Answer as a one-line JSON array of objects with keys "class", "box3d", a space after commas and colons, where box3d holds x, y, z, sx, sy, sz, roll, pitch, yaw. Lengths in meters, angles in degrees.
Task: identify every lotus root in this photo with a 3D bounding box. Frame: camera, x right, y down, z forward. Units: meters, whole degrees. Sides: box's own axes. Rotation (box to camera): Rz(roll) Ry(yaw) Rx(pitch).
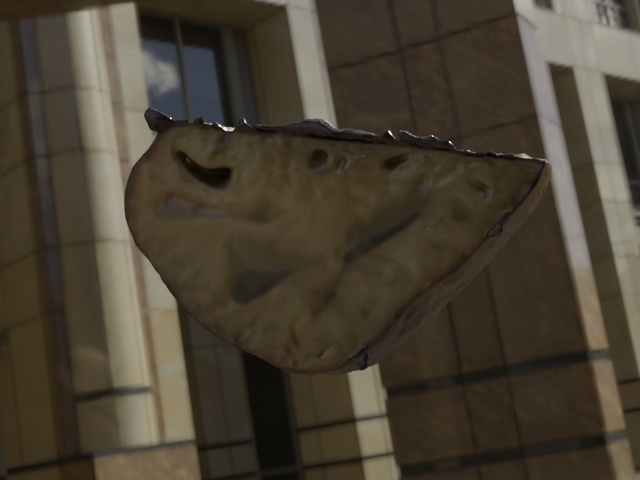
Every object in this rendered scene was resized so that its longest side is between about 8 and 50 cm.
[{"class": "lotus root", "box3d": [0.000, 0.000, 0.708, 0.261, 0.170, 0.074, 14, -2, 15]}]
